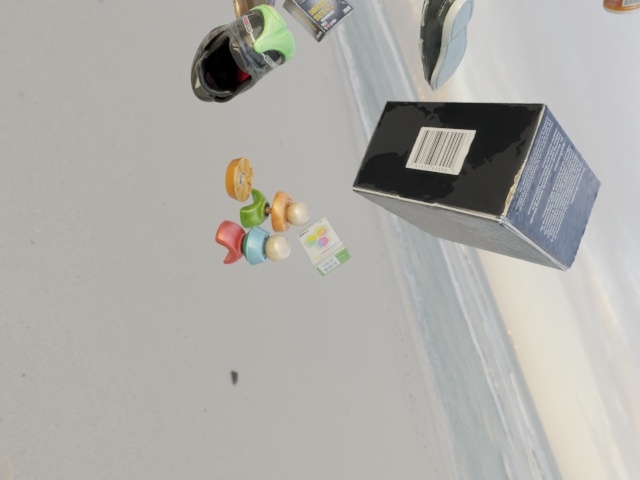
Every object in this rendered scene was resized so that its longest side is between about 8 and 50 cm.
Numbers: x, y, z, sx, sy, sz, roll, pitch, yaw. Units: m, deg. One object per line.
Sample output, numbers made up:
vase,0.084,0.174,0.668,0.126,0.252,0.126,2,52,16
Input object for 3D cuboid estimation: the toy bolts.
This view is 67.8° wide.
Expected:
toy bolts,-0.124,-0.057,1.072,0.218,0.158,0.228,79,22,-51

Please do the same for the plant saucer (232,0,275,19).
plant saucer,-0.203,-0.786,1.455,0.310,0.050,0.310,40,-43,52

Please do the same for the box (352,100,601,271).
box,0.441,-0.156,1.352,0.472,0.480,0.297,25,86,-44

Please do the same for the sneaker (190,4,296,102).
sneaker,-0.257,-0.458,1.235,0.202,0.483,0.185,-42,110,-24

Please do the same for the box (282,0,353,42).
box,-0.004,-0.856,1.749,0.183,0.056,0.231,43,54,-9

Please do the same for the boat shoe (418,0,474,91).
boat shoe,0.275,-0.461,1.093,0.091,0.114,0.302,43,-12,15

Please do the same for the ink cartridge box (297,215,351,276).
ink cartridge box,0.000,0.000,1.487,0.062,0.109,0.209,51,6,-48

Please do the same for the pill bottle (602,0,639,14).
pill bottle,0.849,-0.744,1.291,0.216,0.121,0.121,69,12,-46
